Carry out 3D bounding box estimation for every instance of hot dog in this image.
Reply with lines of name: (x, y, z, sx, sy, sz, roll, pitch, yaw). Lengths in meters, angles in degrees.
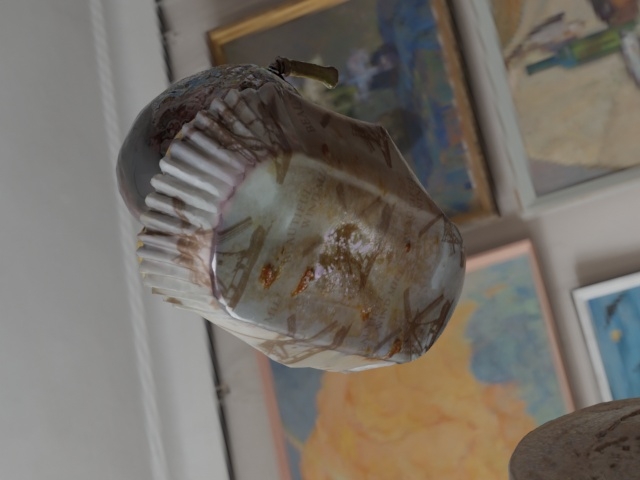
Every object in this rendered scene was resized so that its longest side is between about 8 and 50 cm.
hot dog: (0.000, 0.000, 0.679, 0.268, 0.075, 0.144, 30, -100, -54)

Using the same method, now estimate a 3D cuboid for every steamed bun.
steamed bun: (0.344, 0.277, 1.190, 0.199, 0.301, 0.251, -47, -51, -43)

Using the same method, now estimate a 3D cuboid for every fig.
fig: (-0.076, -0.105, 1.171, 0.186, 0.203, 0.249, 122, 168, -77)
